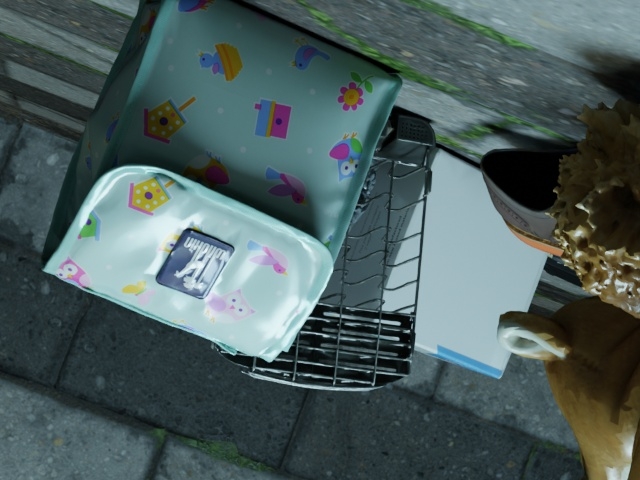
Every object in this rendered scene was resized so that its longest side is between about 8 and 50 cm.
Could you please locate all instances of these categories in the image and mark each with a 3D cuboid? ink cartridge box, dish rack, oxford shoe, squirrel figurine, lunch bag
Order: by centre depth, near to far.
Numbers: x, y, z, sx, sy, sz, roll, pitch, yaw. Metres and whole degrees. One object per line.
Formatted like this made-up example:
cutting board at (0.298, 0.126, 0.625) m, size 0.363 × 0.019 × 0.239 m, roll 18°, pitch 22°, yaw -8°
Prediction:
squirrel figurine at (0.286, 0.082, 1.083) m, size 0.281 × 0.397 × 0.370 m, roll -13°, pitch -157°, yaw -16°
lunch bag at (-0.086, -0.053, 1.291) m, size 0.223 × 0.262 × 0.160 m, roll 23°, pitch 176°, yaw -20°
oxford shoe at (0.249, -0.020, 1.311) m, size 0.271 × 0.097 × 0.098 m, roll 13°, pitch 162°, yaw 39°
dish rack at (0.000, 0.000, 1.427) m, size 0.208 × 0.272 × 0.074 m, roll 8°, pitch 167°, yaw -13°
ink cartridge box at (0.078, 0.006, 1.725) m, size 0.198 × 0.197 × 0.270 m, roll 24°, pitch 175°, yaw -36°

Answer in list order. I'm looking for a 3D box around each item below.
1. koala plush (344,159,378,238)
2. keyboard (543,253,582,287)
koala plush at (-0.068, -0.093, 1.573) m, size 0.221 × 0.203 × 0.196 m, roll 44°, pitch 159°, yaw -17°
keyboard at (0.391, 0.063, 1.973) m, size 0.317 × 0.033 × 0.201 m, roll 24°, pitch 176°, yaw 30°
